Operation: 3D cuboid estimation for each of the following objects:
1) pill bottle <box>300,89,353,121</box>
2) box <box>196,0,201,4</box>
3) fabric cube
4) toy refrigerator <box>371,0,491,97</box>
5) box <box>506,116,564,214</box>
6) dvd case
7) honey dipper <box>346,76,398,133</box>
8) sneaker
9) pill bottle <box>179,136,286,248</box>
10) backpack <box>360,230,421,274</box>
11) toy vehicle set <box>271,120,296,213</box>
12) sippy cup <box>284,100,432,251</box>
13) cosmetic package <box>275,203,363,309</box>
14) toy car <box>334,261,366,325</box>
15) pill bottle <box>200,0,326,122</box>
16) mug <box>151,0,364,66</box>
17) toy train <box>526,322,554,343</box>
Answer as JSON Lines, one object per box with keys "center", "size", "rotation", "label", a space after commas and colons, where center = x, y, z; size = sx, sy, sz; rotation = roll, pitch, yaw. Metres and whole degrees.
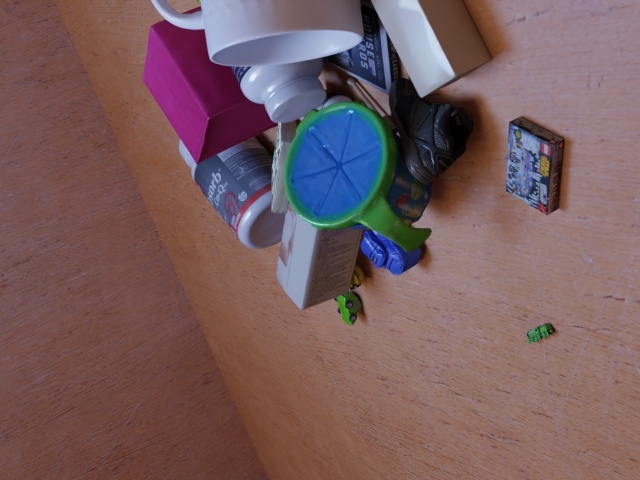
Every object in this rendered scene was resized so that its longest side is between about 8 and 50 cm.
{"center": [0.022, -0.270, 1.754], "size": [0.152, 0.086, 0.086], "rotation": [31, 143, 51], "label": "pill bottle"}
{"center": [-0.258, -0.641, 1.889], "size": [0.109, 0.042, 0.178], "rotation": [48, 127, 32], "label": "box"}
{"center": [-0.241, -0.383, 1.973], "size": [0.258, 0.254, 0.259], "rotation": [57, 157, 8], "label": "fabric cube"}
{"center": [0.159, -0.379, 1.329], "size": [0.269, 0.094, 0.102], "rotation": [62, 151, -2], "label": "toy refrigerator"}
{"center": [0.339, -0.118, 1.321], "size": [0.094, 0.027, 0.137], "rotation": [39, 148, 42], "label": "box"}
{"center": [0.065, -0.395, 1.591], "size": [0.239, 0.030, 0.179], "rotation": [39, 149, 45], "label": "dvd case"}
{"center": [0.101, -0.271, 1.663], "size": [0.160, 0.031, 0.030], "rotation": [56, 157, 24], "label": "honey dipper"}
{"center": [0.197, -0.217, 1.453], "size": [0.087, 0.130, 0.227], "rotation": [31, -145, -40], "label": "sneaker"}
{"center": [-0.215, -0.167, 2.222], "size": [0.363, 0.210, 0.210], "rotation": [49, 154, 29], "label": "pill bottle"}
{"center": [0.152, 0.017, 1.788], "size": [0.120, 0.101, 0.098], "rotation": [50, 162, 19], "label": "backpack"}
{"center": [-0.085, -0.188, 1.908], "size": [0.267, 0.035, 0.165], "rotation": [-97, 15, -65], "label": "toy vehicle set"}
{"center": [0.089, -0.116, 1.559], "size": [0.240, 0.224, 0.305], "rotation": [-12, 71, 36], "label": "sippy cup"}
{"center": [0.000, 0.000, 1.950], "size": [0.129, 0.153, 0.296], "rotation": [46, 139, 35], "label": "cosmetic package"}
{"center": [0.062, 0.118, 2.157], "size": [0.239, 0.053, 0.224], "rotation": [32, 144, 52], "label": "toy car"}
{"center": [-0.110, -0.410, 1.706], "size": [0.322, 0.182, 0.181], "rotation": [65, 159, 13], "label": "pill bottle"}
{"center": [-0.128, -0.490, 1.458], "size": [0.276, 0.374, 0.327], "rotation": [-22, -76, -82], "label": "mug"}
{"center": [0.403, 0.171, 1.532], "size": [0.023, 0.017, 0.083], "rotation": [68, 159, 12], "label": "toy train"}
